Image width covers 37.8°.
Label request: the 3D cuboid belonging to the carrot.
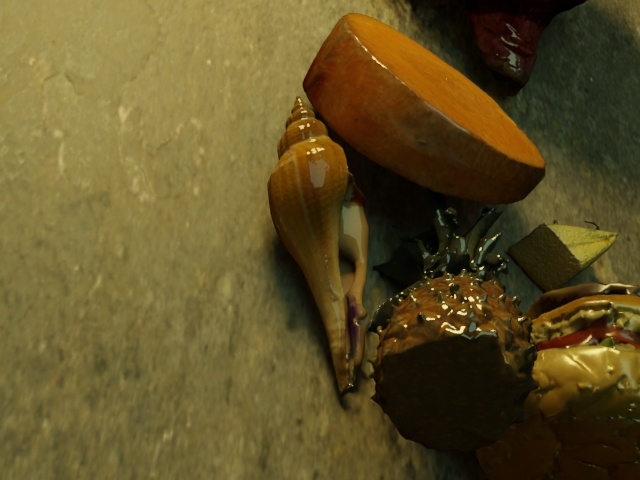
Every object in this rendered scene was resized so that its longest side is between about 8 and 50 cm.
[{"bbox_3d":[0.129,-0.149,1.116,0.307,0.100,0.258,36,28,4],"label":"carrot"}]

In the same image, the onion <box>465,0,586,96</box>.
[{"bbox_3d":[0.280,-0.417,1.309,0.398,0.398,0.420,-7,106,-30],"label":"onion"}]

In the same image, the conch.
[{"bbox_3d":[-0.005,0.001,1.013,0.109,0.093,0.330,12,72,-63],"label":"conch"}]

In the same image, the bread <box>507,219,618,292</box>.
[{"bbox_3d":[0.309,0.002,1.163,0.109,0.084,0.080,-32,79,-37],"label":"bread"}]

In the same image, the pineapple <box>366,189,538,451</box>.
[{"bbox_3d":[0.131,0.067,0.957,0.165,0.165,0.364,29,22,-7],"label":"pineapple"}]

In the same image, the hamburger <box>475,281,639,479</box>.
[{"bbox_3d":[0.285,0.174,0.949,0.244,0.244,0.163,34,42,-3],"label":"hamburger"}]
